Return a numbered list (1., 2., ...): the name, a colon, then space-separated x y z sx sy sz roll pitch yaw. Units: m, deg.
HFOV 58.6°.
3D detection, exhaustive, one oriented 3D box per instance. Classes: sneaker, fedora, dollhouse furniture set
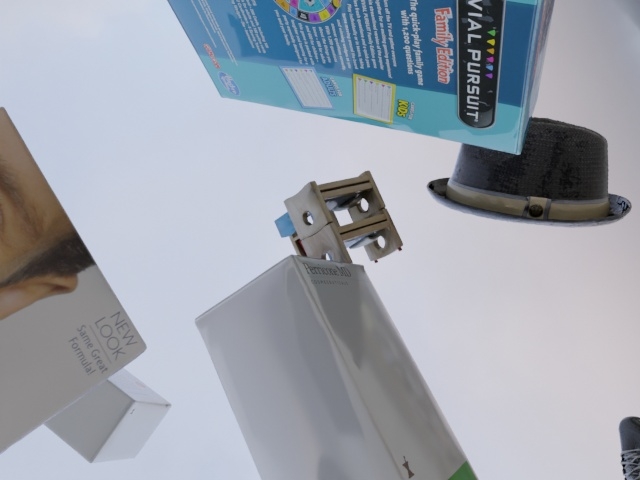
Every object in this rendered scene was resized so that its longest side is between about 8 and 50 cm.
1. sneaker: 0.551 0.417 0.999 0.132 0.086 0.228 4 -132 -13
2. fedora: 0.356 -0.130 0.975 0.334 0.334 0.152 -14 -66 -43
3. dollhouse furniture set: 0.000 0.000 0.856 0.129 0.184 0.128 -17 -100 -44

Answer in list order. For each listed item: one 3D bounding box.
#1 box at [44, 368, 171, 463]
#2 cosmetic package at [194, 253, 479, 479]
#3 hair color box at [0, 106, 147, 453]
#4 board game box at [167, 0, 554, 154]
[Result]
1. box: -0.315 0.212 0.779 0.171 0.130 0.091 31 -102 16
2. cosmetic package: 0.034 0.210 0.626 0.197 0.155 0.365 9 -130 -62
3. hair color box: -0.278 0.072 0.272 0.339 0.110 0.185 -37 -78 -50
4. board game box: 0.023 -0.208 0.499 0.336 0.253 0.079 15 -111 20
